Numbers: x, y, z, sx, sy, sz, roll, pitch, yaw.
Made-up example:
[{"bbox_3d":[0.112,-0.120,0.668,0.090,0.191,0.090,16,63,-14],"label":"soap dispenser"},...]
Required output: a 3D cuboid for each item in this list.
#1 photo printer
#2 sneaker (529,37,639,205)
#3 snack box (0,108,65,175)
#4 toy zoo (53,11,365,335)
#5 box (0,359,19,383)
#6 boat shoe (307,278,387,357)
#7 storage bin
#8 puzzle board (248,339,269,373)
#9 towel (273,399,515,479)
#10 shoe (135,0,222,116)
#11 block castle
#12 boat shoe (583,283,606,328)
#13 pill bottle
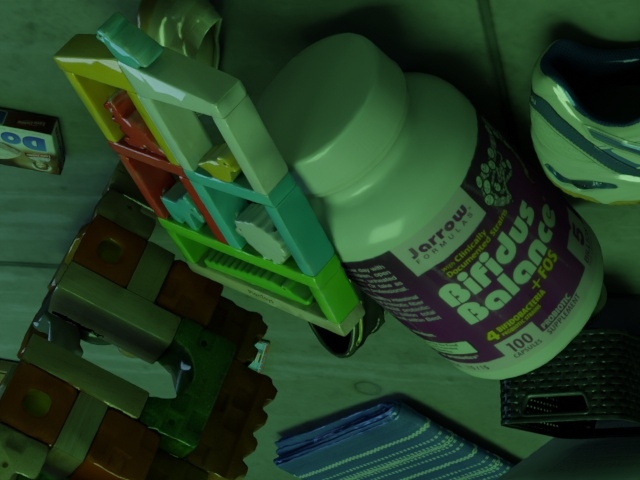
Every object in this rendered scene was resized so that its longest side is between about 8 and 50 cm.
[{"bbox_3d":[0.318,0.247,1.513,0.256,0.107,0.307,-7,-177,26],"label":"photo printer"},{"bbox_3d":[0.293,-0.087,1.114,0.296,0.112,0.131,1,146,19],"label":"sneaker"},{"bbox_3d":[-0.324,-0.101,1.416,0.178,0.022,0.064,11,147,6],"label":"snack box"},{"bbox_3d":[-0.091,-0.057,1.170,0.192,0.030,0.293,20,150,43],"label":"toy zoo"},{"bbox_3d":[-0.394,0.191,1.909,0.201,0.021,0.164,8,148,8],"label":"box"},{"bbox_3d":[0.000,0.000,1.353,0.081,0.068,0.227,-3,125,32],"label":"boat shoe"},{"bbox_3d":[0.253,0.137,1.453,0.122,0.084,0.180,-7,165,30],"label":"storage bin"},{"bbox_3d":[-0.111,0.132,1.715,0.096,0.011,0.128,15,149,-1],"label":"puzzle board"},{"bbox_3d":[0.137,0.287,1.852,0.336,0.040,0.243,30,144,-28],"label":"towel"},{"bbox_3d":[-0.117,-0.125,1.239,0.058,0.076,0.219,30,148,9],"label":"shoe"},{"bbox_3d":[-0.187,0.167,1.391,0.213,0.453,0.303,28,146,-9],"label":"block castle"},{"bbox_3d":[0.156,0.052,1.424,0.206,0.075,0.065,9,146,-1],"label":"boat shoe"},{"bbox_3d":[0.084,-0.027,1.234,0.169,0.169,0.301,-15,139,38],"label":"pill bottle"}]
